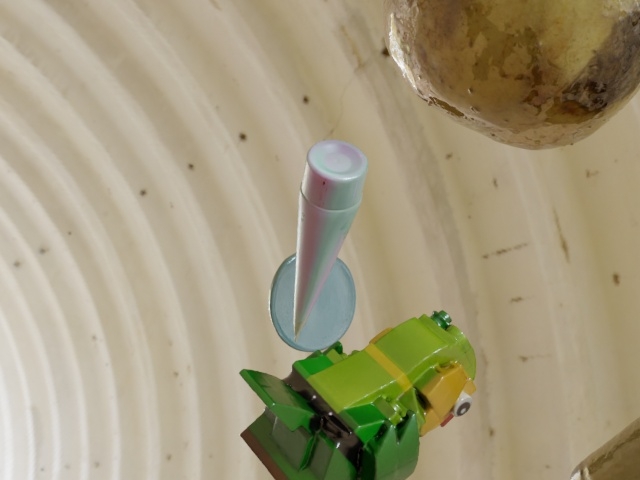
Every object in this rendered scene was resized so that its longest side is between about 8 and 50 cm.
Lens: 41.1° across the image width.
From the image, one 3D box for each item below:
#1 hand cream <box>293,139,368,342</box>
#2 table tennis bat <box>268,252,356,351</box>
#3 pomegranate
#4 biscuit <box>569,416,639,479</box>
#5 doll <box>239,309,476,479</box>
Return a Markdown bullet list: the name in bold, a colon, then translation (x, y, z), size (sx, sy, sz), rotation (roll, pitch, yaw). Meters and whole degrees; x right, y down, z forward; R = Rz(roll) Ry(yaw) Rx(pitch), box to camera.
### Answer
- **hand cream**: translation (0.000, 0.000, 0.678), size (0.047, 0.076, 0.174), rotation (16, -46, 3)
- **table tennis bat**: translation (-0.008, 0.048, 1.275), size (0.149, 0.237, 0.038), rotation (7, -3, -30)
- **pomegranate**: translation (0.197, -0.225, 0.813), size (0.281, 0.281, 0.281), rotation (16, -30, 9)
- **biscuit**: translation (0.401, 0.282, 0.908), size (0.062, 0.236, 0.290), rotation (18, -50, -30)
- **doll**: translation (0.032, 0.118, 0.616), size (0.106, 0.186, 0.134), rotation (39, -41, 44)
